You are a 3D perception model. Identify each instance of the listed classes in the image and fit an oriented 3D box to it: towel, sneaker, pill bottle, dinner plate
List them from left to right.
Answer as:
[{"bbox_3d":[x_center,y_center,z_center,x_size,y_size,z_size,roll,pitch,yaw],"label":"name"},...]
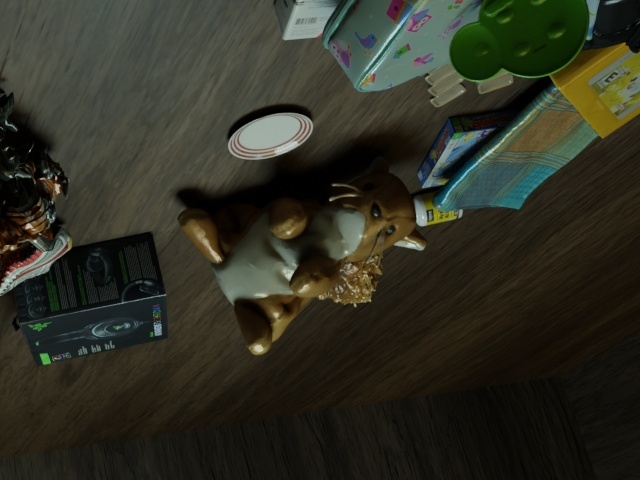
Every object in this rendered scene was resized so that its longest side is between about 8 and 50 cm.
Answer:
[{"bbox_3d":[-0.515,0.043,1.850,0.225,0.088,0.093,-29,156,31],"label":"sneaker"},{"bbox_3d":[-0.082,-0.172,1.729,0.141,0.017,0.141,-14,159,-5],"label":"dinner plate"},{"bbox_3d":[0.220,-0.064,2.145,0.116,0.065,0.065,-13,158,-9],"label":"pill bottle"},{"bbox_3d":[0.398,-0.172,1.956,0.271,0.040,0.370,-3,148,-44],"label":"towel"}]

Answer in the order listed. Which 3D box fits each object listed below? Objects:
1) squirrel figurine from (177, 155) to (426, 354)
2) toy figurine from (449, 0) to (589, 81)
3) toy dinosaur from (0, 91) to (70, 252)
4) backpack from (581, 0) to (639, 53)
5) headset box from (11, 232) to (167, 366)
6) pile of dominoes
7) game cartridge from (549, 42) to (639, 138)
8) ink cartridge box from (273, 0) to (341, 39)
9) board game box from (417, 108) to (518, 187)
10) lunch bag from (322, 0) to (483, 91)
[{"bbox_3d":[0.000,0.000,1.967,0.370,0.281,0.397,-30,171,6],"label":"squirrel figurine"},{"bbox_3d":[0.254,-0.261,1.343,0.173,0.130,0.159,-28,-179,20],"label":"toy figurine"},{"bbox_3d":[-0.426,-0.065,1.450,0.164,0.218,0.322,-31,-159,-3],"label":"toy dinosaur"},{"bbox_3d":[0.408,-0.389,1.278,0.290,0.273,0.355,-19,180,14],"label":"backpack"},{"bbox_3d":[-0.440,0.117,2.025,0.283,0.131,0.246,-11,157,-13],"label":"headset box"},{"bbox_3d":[0.240,-0.310,1.627,0.196,0.040,0.251,-18,150,6],"label":"pile of dominoes"},{"bbox_3d":[0.549,-0.308,1.736,0.324,0.052,0.285,-34,154,19],"label":"game cartridge"},{"bbox_3d":[0.005,-0.321,1.371,0.099,0.056,0.135,-9,158,-20],"label":"ink cartridge box"},{"bbox_3d":[0.270,-0.167,1.967,0.136,0.035,0.201,-10,157,-17],"label":"board game box"},{"bbox_3d":[0.149,-0.311,1.344,0.279,0.108,0.224,-28,164,-39],"label":"lunch bag"}]
